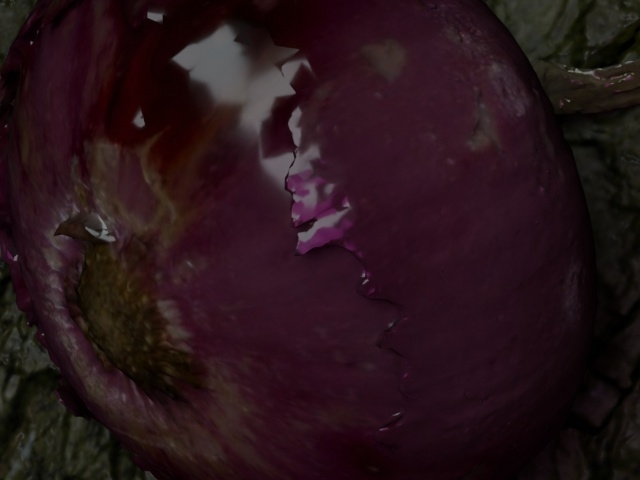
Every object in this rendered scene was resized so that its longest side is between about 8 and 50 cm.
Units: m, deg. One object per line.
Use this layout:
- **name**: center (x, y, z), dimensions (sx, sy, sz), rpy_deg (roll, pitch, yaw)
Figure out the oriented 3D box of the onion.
- **onion**: center (-0.009, -0.012, 1.041), dimensions (0.358, 0.345, 0.358), rpy_deg (8, 110, 23)
